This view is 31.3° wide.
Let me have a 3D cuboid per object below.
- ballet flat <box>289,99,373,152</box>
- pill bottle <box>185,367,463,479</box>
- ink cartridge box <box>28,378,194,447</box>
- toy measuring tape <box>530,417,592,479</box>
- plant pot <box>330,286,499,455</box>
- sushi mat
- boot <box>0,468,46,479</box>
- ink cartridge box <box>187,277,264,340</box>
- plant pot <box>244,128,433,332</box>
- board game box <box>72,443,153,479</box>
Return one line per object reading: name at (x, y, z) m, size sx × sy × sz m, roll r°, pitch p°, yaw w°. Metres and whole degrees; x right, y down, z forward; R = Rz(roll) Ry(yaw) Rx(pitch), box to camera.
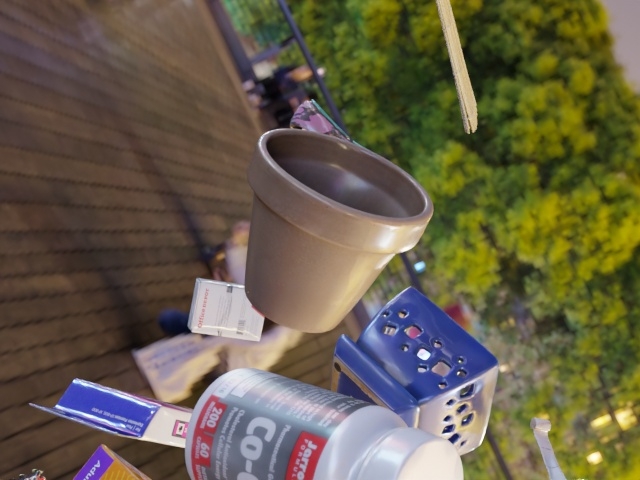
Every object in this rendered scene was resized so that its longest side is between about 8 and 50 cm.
ballet flat at (0.037, -0.152, 1.963) m, size 0.221 × 0.079 × 0.077 m, roll 40°, pitch 3°, yaw 13°
pill bottle at (0.001, 0.246, 1.253) m, size 0.283 × 0.161 × 0.161 m, roll 11°, pitch -37°, yaw 40°
ink cartridge box at (-0.275, 0.284, 1.821) m, size 0.371 × 0.176 × 0.069 m, roll 27°, pitch 77°, yaw -60°
toy measuring tape at (0.460, 0.432, 2.042) m, size 0.121 × 0.121 × 0.330 m, roll 59°, pitch 15°, yaw -44°
plant pot at (0.149, 0.263, 2.007) m, size 0.236 × 0.212 × 0.236 m, roll 41°, pitch -37°, yaw 34°
sushi mat at (0.184, -0.321, 1.662) m, size 0.151 × 0.019 × 0.316 m, roll -71°, pitch 146°, yaw -68°
boot at (-0.535, 0.417, 1.909) m, size 0.236 × 0.179 × 0.085 m, roll -100°, pitch 168°, yaw -58°
ink cartridge box at (-0.176, 0.130, 2.164) m, size 0.056 × 0.135 × 0.099 m, roll -152°, pitch -107°, yaw -73°
plant pot at (0.000, 0.000, 1.621) m, size 0.263 × 0.229 × 0.263 m, roll 18°, pitch 24°, yaw -8°
board game box at (-0.190, 0.537, 1.372) m, size 0.356 × 0.356 × 0.356 m, roll 45°, pitch -12°, yaw -35°
